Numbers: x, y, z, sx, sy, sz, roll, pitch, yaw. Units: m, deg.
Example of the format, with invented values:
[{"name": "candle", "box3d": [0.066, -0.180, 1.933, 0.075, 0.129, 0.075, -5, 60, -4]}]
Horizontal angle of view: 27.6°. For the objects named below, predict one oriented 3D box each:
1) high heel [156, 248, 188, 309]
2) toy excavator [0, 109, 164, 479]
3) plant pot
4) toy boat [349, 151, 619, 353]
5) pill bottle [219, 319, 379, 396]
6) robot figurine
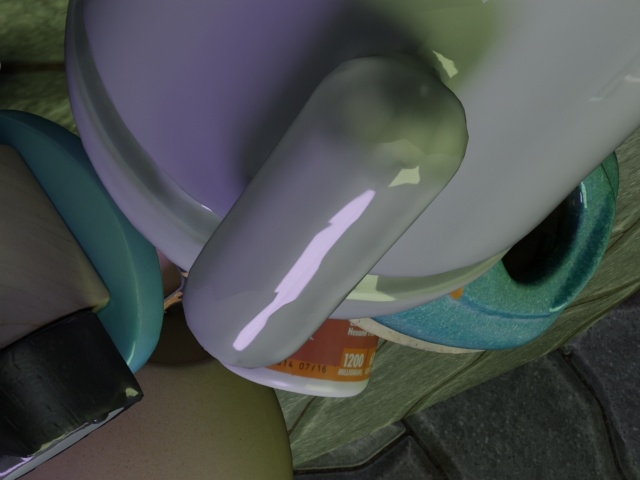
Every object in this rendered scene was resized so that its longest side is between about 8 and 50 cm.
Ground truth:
[{"name": "high heel", "box3d": [-0.167, 0.030, 1.018, 0.186, 0.093, 0.261, -26, 170, -15]}, {"name": "toy excavator", "box3d": [-0.254, 0.083, 0.874, 0.433, 0.222, 0.445, -35, 174, 17]}, {"name": "plant pot", "box3d": [-0.157, 0.166, 1.237, 0.284, 0.284, 0.190, -15, 124, -40]}, {"name": "toy boat", "box3d": [0.107, -0.087, 0.702, 0.267, 0.148, 0.318, 22, 93, -48]}, {"name": "pill bottle", "box3d": [0.000, 0.000, 0.985, 0.121, 0.121, 0.216, 1, 103, -61]}, {"name": "robot figurine", "box3d": [0.029, -0.100, 0.445, 0.353, 0.200, 0.300, -51, -168, 54]}]
